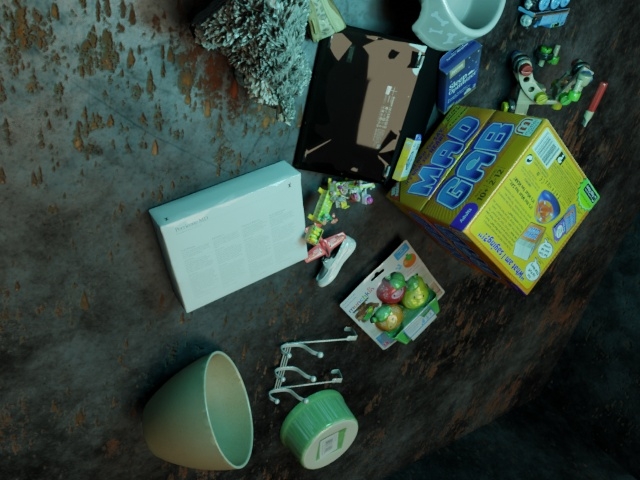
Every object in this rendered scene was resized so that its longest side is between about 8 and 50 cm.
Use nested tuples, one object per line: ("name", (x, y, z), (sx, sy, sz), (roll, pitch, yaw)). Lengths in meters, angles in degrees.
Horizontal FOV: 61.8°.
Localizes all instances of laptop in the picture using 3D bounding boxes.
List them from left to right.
("laptop", (0.156, -0.379, 1.479), (0.408, 0.236, 0.382), (9, 118, -11))

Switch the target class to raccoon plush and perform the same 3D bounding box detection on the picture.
("raccoon plush", (-0.053, -0.374, 1.032), (0.299, 0.446, 0.216), (43, 77, -35))

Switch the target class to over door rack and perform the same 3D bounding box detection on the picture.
("over door rack", (-0.013, 0.453, 1.906), (0.324, 0.108, 0.239), (-7, 125, -36))

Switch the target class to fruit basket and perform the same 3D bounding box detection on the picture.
("fruit basket", (0.275, 0.213, 1.918), (0.327, 0.165, 0.353), (-44, 135, -3))

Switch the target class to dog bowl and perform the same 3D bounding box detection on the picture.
("dog bowl", (0.325, -0.636, 1.264), (0.349, 0.102, 0.348), (-9, 104, -40))

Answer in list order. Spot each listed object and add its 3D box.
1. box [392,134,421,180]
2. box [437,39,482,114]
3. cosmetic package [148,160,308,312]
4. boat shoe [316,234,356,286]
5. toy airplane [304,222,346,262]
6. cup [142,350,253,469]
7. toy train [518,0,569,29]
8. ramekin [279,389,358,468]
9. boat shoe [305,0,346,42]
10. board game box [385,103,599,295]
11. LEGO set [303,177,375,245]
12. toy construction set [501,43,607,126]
("box", (0.247, -0.238, 1.517), (0.081, 0.028, 0.136), (-22, 132, -65))
("box", (0.398, -0.477, 1.538), (0.136, 0.036, 0.225), (-40, 155, -7))
("cosmetic package", (-0.221, -0.013, 1.392), (0.377, 0.097, 0.284), (-24, 135, -24))
("boat shoe", (0.037, 0.062, 1.686), (0.063, 0.066, 0.184), (35, 98, -34))
("toy airplane", (0.000, 0.000, 1.614), (0.151, 0.028, 0.151), (-11, 116, -22))
("cup", (-0.367, 0.514, 1.549), (0.237, 0.331, 0.331), (-18, 137, 8))
("toy train", (0.678, -0.698, 1.616), (0.184, 0.080, 0.105), (-20, 137, -27))
("ramekin", (0.004, 0.755, 2.116), (0.303, 0.148, 0.303), (-21, 132, -26))
("boat shoe", (-0.037, -0.521, 1.129), (0.089, 0.104, 0.285), (-31, 151, 14))
("board game box", (0.493, -0.127, 1.558), (0.356, 0.356, 0.356), (38, 89, -34))
("LEGO set", (0.064, -0.100, 1.488), (0.287, 0.107, 0.132), (-42, 129, -38))
("toy construction set", (0.728, -0.449, 1.699), (0.257, 0.309, 0.237), (-11, 132, -23))
